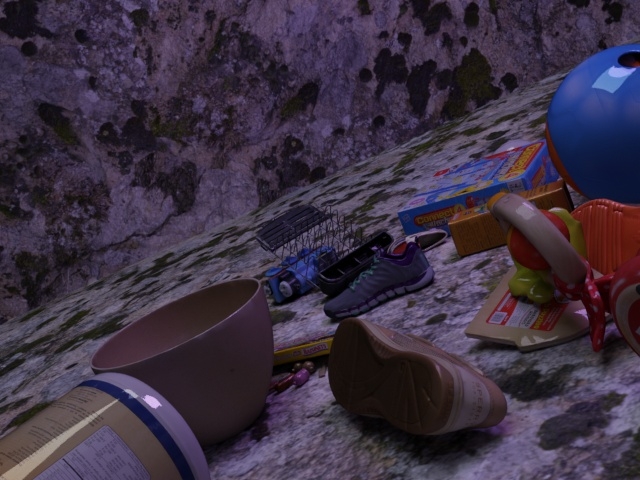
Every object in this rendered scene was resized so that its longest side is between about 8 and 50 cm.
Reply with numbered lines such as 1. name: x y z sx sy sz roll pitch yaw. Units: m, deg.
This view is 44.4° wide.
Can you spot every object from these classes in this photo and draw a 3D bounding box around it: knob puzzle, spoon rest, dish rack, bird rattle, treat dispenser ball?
1. knob puzzle: 0.331 0.098 1.121 0.213 0.030 0.213 -20 27 11
2. spoon rest: 0.548 -0.225 1.947 0.277 0.084 0.137 -23 -21 18
3. dish rack: 0.000 0.000 1.745 0.208 0.074 0.272 -31 53 -34
4. bird rattle: 0.300 0.029 1.035 0.143 0.207 0.253 -40 15 12
5. treat dispenser ball: 0.545 -0.199 1.383 0.288 0.288 0.288 -22 13 5

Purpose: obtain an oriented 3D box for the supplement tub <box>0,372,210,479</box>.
1. supplement tub: -0.304 0.319 0.885 0.228 0.228 0.316 -11 18 44

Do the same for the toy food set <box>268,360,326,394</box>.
1. toy food set: -0.051 0.226 1.301 0.122 0.019 0.078 -22 13 7

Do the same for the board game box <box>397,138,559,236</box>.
1. board game box: 0.373 -0.116 1.810 0.302 0.086 0.308 -16 14 32

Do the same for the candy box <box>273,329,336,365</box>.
1. candy box: -0.019 0.183 1.360 0.206 0.027 0.105 -17 -2 26

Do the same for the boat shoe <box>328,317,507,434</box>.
1. boat shoe: 0.109 0.183 1.032 0.110 0.121 0.341 12 2 -23

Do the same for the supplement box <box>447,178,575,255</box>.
1. supplement box: 0.372 -0.043 1.535 0.234 0.080 0.078 -20 11 23

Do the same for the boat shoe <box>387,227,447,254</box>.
1. boat shoe: 0.208 0.008 1.688 0.137 0.049 0.043 -22 14 -17

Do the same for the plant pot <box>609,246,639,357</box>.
1. plant pot: 0.419 0.053 0.824 0.174 0.191 0.191 -39 18 -26

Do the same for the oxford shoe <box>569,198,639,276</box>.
1. oxford shoe: 0.479 0.006 1.134 0.133 0.129 0.364 7 -5 -19

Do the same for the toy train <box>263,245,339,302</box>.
1. toy train: -0.043 0.074 1.789 0.184 0.080 0.105 -31 21 -33

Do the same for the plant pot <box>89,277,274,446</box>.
1. plant pot: -0.186 0.206 1.230 0.284 0.190 0.284 -23 13 6

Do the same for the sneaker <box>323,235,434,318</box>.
1. sneaker: 0.100 0.069 1.501 0.224 0.098 0.083 -23 12 1
